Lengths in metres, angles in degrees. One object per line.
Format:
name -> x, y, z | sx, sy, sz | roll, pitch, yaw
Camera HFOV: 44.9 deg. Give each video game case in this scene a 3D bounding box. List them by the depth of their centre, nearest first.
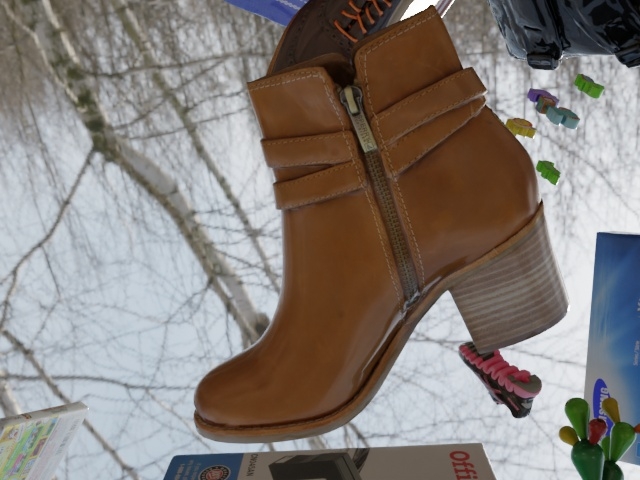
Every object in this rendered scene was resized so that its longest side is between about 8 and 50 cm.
video game case -> -0.465, 0.354, 1.163 | 0.026, 0.227, 0.206 | 31, -175, 17

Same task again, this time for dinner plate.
dinner plate -> 0.086, -0.198, 0.651 | 0.017, 0.141, 0.141 | 39, -137, 7

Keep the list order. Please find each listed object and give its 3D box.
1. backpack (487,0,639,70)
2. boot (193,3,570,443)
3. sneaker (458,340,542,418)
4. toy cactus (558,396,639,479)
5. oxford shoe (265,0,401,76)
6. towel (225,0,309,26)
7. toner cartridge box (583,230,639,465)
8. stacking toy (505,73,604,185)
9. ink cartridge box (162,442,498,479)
backpack -> 0.230, -0.365, 0.700 | 0.273, 0.355, 0.290 | -53, -154, -10
boot -> 0.000, 0.000, 0.504 | 0.283, 0.220, 0.109 | -23, -162, 17
sneaker -> 0.197, 0.158, 0.878 | 0.047, 0.057, 0.119 | -14, -149, -26
toy cactus -> 0.340, 0.293, 0.894 | 0.112, 0.219, 0.180 | -9, -159, 33
oxford shoe -> 0.033, -0.233, 0.784 | 0.271, 0.097, 0.098 | -54, -174, -4
towel -> -0.086, -0.343, 0.843 | 0.243, 0.336, 0.040 | 22, -104, 1
toner cartridge box -> 0.499, 0.164, 1.177 | 0.165, 0.348, 0.075 | 5, -176, 38
stacking toy -> 0.379, -0.212, 1.251 | 0.052, 0.167, 0.221 | 8, -148, -13
ink cartridge box -> 0.012, 0.360, 0.841 | 0.394, 0.166, 0.285 | -3, -168, 1
